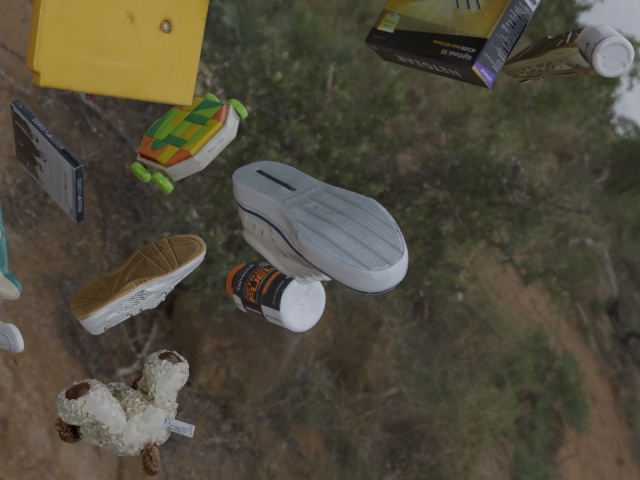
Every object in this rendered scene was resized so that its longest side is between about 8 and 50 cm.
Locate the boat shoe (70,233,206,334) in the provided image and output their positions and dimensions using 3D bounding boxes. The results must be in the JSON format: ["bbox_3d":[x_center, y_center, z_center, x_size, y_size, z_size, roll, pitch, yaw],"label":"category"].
[{"bbox_3d":[-0.339,0.086,1.675,0.098,0.277,0.096,50,-16,41],"label":"boat shoe"}]

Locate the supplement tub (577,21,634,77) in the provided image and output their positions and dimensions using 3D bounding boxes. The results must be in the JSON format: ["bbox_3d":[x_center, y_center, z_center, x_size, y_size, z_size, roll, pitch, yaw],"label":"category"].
[{"bbox_3d":[0.486,-0.326,1.490,0.071,0.071,0.107,55,14,-23],"label":"supplement tub"}]

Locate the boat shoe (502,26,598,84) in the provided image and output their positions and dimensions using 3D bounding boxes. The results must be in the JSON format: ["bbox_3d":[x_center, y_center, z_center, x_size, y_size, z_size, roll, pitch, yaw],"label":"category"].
[{"bbox_3d":[0.465,-0.358,1.770,0.089,0.104,0.285,55,-11,-13],"label":"boat shoe"}]

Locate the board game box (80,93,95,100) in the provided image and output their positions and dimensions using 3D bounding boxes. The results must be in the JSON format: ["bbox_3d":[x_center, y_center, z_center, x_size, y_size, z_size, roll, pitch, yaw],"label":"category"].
[{"bbox_3d":[-0.483,-0.432,1.719,0.027,0.281,0.145,-24,56,-35],"label":"board game box"}]

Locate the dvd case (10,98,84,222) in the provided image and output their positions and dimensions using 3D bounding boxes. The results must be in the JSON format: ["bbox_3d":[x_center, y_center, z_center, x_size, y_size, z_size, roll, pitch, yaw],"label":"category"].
[{"bbox_3d":[-0.596,-0.172,1.909,0.029,0.179,0.238,-33,65,-33],"label":"dvd case"}]

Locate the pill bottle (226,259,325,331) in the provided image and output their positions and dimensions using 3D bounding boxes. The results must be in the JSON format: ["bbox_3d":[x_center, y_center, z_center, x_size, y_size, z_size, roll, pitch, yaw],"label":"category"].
[{"bbox_3d":[-0.112,0.118,1.973,0.130,0.245,0.131,-10,105,-39],"label":"pill bottle"}]

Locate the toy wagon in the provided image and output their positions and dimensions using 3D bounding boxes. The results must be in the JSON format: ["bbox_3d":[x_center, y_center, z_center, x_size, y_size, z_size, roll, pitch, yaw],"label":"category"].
[{"bbox_3d":[-0.334,-0.245,2.063,0.344,0.267,0.068,24,-24,51],"label":"toy wagon"}]

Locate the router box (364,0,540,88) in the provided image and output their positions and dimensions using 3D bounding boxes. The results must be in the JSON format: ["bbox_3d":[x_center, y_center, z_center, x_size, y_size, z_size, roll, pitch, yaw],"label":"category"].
[{"bbox_3d":[0.266,-0.454,1.739,0.309,0.243,0.081,27,-3,45],"label":"router box"}]

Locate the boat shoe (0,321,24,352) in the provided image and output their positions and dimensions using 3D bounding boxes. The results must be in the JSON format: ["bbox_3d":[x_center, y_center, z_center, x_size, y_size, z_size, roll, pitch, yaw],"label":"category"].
[{"bbox_3d":[-0.722,0.206,1.920,0.063,0.184,0.066,-20,126,-45],"label":"boat shoe"}]

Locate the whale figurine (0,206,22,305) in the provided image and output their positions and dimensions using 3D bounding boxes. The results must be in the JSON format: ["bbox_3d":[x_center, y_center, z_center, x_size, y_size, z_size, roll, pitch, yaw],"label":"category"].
[{"bbox_3d":[-0.675,-0.002,1.723,0.272,0.216,0.141,58,38,-13],"label":"whale figurine"}]

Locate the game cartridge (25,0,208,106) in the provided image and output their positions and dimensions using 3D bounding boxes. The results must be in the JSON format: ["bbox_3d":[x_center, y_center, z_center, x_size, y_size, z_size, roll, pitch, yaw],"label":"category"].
[{"bbox_3d":[-0.358,-0.401,1.576,0.323,0.052,0.285,2,105,-39],"label":"game cartridge"}]

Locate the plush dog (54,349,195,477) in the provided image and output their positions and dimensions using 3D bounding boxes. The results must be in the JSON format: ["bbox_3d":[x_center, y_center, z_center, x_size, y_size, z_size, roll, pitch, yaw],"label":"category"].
[{"bbox_3d":[-0.383,0.341,1.690,0.262,0.225,0.211,-19,96,-32],"label":"plush dog"}]

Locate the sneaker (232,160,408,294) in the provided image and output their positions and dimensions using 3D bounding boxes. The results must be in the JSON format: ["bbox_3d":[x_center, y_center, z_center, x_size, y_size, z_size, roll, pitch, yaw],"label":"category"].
[{"bbox_3d":[0.000,0.000,0.857,0.258,0.094,0.091,37,-37,51],"label":"sneaker"}]
